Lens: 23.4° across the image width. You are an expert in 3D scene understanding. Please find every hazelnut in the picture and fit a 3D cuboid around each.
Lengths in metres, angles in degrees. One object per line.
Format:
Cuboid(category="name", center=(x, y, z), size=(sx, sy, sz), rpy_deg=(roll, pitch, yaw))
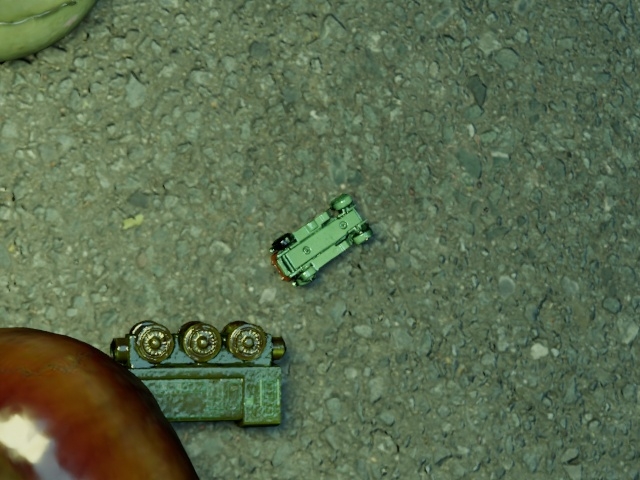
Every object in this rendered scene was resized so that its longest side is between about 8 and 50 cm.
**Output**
Cuboid(category="hazelnut", center=(-0.306, 0.286, 1.755), size=(0.359, 0.359, 0.409), rpy_deg=(-43, 97, -21))

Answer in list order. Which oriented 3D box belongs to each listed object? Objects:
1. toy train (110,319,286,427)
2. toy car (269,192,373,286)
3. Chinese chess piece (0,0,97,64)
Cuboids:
Cuboid(category="toy train", center=(-0.155, 0.170, 1.964), size=(0.225, 0.090, 0.137), rpy_deg=(0, 90, -13))
Cuboid(category="toy car", center=(0.000, 0.000, 2.066), size=(0.143, 0.054, 0.073), rpy_deg=(-36, 93, -25))
Cuboid(category="Chinese chess piece", center=(-0.433, -0.396, 1.959), size=(0.349, 0.146, 0.349), rpy_deg=(4, 77, -17))
